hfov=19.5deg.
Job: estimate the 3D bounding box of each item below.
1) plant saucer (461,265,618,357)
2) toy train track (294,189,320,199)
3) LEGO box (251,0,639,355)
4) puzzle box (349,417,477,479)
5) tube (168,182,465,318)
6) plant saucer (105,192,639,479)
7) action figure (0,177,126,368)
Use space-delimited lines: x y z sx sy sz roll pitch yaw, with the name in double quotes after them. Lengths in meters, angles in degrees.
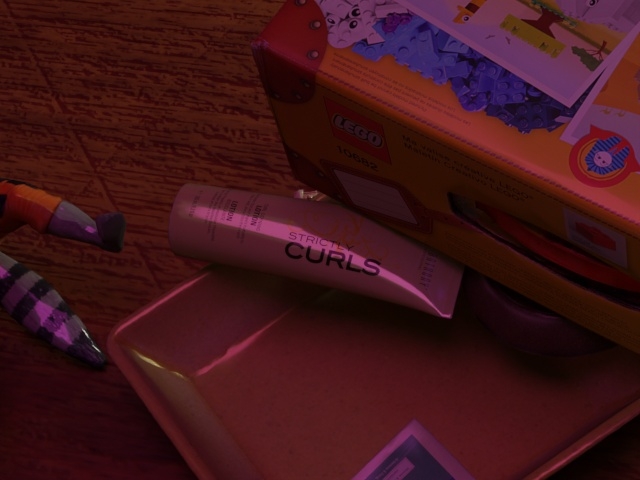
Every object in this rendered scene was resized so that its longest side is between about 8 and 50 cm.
0.191 0.012 1.438 0.168 0.029 0.168 -6 54 8 "plant saucer"
0.017 -0.044 1.628 0.083 0.014 0.048 -5 54 9 "toy train track"
0.266 -0.127 1.368 0.500 0.193 0.372 27 68 24 "LEGO box"
0.017 0.353 1.250 0.409 0.052 0.272 -42 83 -17 "puzzle box"
0.000 0.000 1.476 0.240 0.070 0.062 11 14 16 "tube"
0.050 0.113 1.467 0.332 0.081 0.333 -32 54 -11 "plant saucer"
-0.352 0.035 1.605 0.330 0.178 0.341 32 90 38 "action figure"
